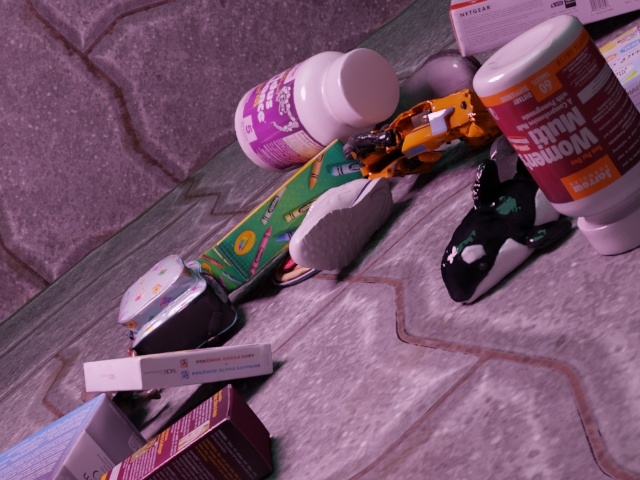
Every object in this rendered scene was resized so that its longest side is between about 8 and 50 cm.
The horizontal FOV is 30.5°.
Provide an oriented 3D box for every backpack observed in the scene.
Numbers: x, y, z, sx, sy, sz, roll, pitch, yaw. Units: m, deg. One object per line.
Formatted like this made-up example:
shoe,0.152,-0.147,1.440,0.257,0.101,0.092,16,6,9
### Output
backpack,-0.230,0.109,1.854,0.166,0.144,0.188,-42,10,2

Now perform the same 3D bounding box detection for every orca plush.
orca plush,0.229,-0.057,1.337,0.287,0.102,0.151,-38,14,-6

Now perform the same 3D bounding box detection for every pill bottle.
pill bottle,0.257,-0.101,1.160,0.121,0.221,0.121,-34,14,10
pill bottle,-0.005,-0.226,2.013,0.169,0.169,0.301,-46,17,-33

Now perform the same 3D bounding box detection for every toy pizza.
toy pizza,0.000,0.000,1.868,0.201,0.032,0.201,-35,13,10

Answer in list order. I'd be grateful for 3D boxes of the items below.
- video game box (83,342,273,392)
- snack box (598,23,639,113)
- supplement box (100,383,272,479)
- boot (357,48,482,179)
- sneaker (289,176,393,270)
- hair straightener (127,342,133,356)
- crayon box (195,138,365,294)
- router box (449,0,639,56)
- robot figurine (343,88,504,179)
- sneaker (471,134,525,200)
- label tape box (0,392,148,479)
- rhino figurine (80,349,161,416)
video game box,-0.191,0.169,1.559,0.187,0.048,0.205,-1,-7,-30
snack box,0.385,-0.200,1.493,0.174,0.070,0.207,-31,16,19
supplement box,-0.150,0.256,1.291,0.188,0.081,0.104,-36,13,6
boot,0.140,-0.188,2.037,0.222,0.118,0.338,-53,13,-30
sneaker,0.016,-0.023,1.741,0.095,0.090,0.235,6,27,34
hair straightener,-0.251,0.135,2.045,0.089,0.047,0.230,-29,11,29
crayon box,-0.066,-0.035,1.920,0.278,0.081,0.165,-43,4,-21
router box,0.390,-0.421,1.977,0.335,0.082,0.301,-14,19,12
robot figurine,0.171,-0.158,1.768,0.211,0.085,0.291,-9,-8,-40
sneaker,0.252,-0.092,1.519,0.089,0.051,0.170,-23,24,45
label tape box,-0.376,0.364,1.440,0.249,0.115,0.347,-31,17,20
rhino figurine,-0.309,0.215,1.757,0.106,0.073,0.243,-29,11,-10
